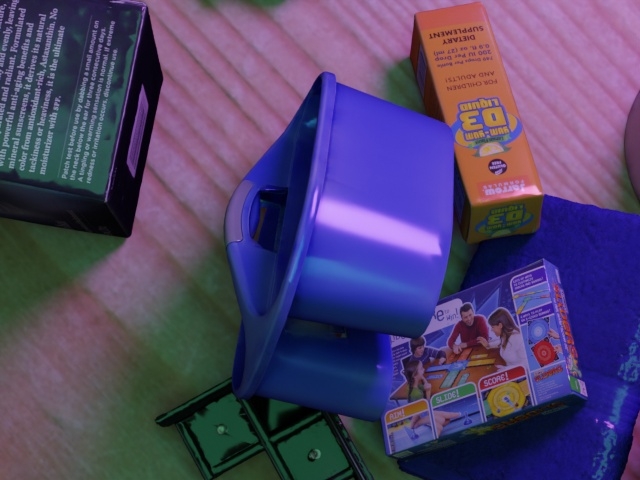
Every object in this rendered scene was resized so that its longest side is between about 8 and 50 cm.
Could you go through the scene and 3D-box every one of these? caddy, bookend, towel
[{"bbox_3d":[0.000,0.000,1.301,0.179,0.241,0.341,16,38,-7],"label":"caddy"},{"bbox_3d":[-0.055,0.202,1.390,0.157,0.072,0.156,-28,86,-6],"label":"bookend"},{"bbox_3d":[0.220,0.115,1.375,0.228,0.076,0.308,17,83,39],"label":"towel"}]

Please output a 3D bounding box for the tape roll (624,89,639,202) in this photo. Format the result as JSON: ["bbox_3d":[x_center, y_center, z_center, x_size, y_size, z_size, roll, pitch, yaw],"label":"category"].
[{"bbox_3d":[0.441,-0.103,1.413,0.246,0.169,0.246,0,84,-3],"label":"tape roll"}]

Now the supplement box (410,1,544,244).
[{"bbox_3d":[0.151,-0.117,1.400,0.078,0.080,0.233,-11,63,-6],"label":"supplement box"}]

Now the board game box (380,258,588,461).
[{"bbox_3d":[0.143,0.115,1.359,0.201,0.035,0.136,-23,61,28],"label":"board game box"}]

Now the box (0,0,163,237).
[{"bbox_3d":[-0.308,-0.122,1.299,0.294,0.296,0.182,11,83,-2],"label":"box"}]
